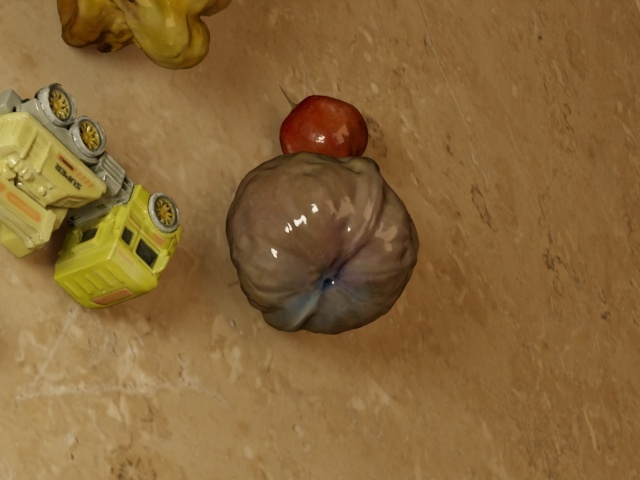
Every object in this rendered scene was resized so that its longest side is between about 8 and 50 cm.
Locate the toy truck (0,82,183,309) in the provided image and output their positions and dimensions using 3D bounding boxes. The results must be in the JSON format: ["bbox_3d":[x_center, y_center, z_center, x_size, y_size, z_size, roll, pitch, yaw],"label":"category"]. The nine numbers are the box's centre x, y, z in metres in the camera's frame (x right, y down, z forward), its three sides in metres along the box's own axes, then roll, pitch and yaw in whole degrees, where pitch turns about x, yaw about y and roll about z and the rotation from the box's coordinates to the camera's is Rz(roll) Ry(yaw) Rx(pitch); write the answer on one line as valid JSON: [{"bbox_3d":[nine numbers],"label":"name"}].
[{"bbox_3d":[-0.280,-0.036,1.868,0.272,0.124,0.157,47,40,-33],"label":"toy truck"}]

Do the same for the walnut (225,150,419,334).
[{"bbox_3d":[0.001,-0.002,2.170,0.248,0.248,0.248,30,52,-46],"label":"walnut"}]

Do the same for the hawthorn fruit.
[{"bbox_3d":[-0.003,-0.139,2.336,0.140,0.125,0.125,24,52,-19],"label":"hawthorn fruit"}]

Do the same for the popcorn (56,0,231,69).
[{"bbox_3d":[-0.222,-0.366,2.027,0.297,0.281,0.316,27,77,-3],"label":"popcorn"}]
